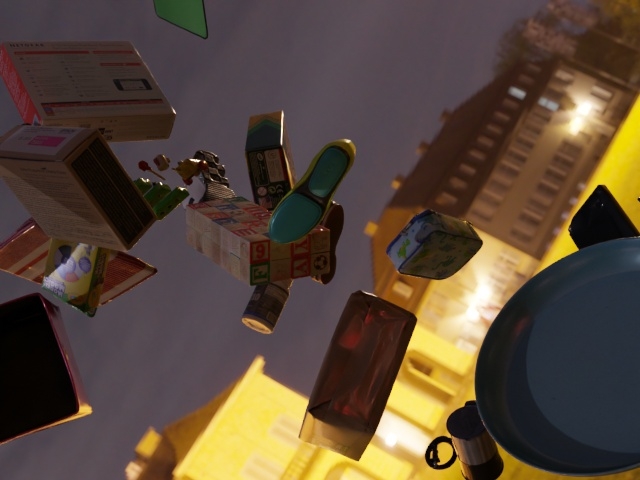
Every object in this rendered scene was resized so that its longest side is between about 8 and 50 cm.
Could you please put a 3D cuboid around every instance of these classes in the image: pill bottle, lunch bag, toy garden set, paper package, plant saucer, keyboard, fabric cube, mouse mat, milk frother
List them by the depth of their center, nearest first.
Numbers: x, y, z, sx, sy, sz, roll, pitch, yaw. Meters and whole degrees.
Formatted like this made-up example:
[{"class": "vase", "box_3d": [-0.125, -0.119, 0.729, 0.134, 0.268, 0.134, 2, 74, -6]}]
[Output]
[{"class": "plant saucer", "box_3d": [0.325, 0.132, 1.119, 0.043, 0.318, 0.317, 48, -116, -33]}, {"class": "keyboard", "box_3d": [0.506, 0.042, 1.512, 0.033, 0.317, 0.201, -12, -31, -28]}, {"class": "mouse mat", "box_3d": [-0.270, -0.468, 1.852, 0.007, 0.190, 0.152, -28, -50, -30]}, {"class": "milk frother", "box_3d": [0.262, 0.384, 1.890, 0.129, 0.143, 0.134, -102, -7, -56]}, {"class": "fabric cube", "box_3d": [-0.626, 0.273, 1.995, 0.259, 0.254, 0.258, -19, -7, -10]}, {"class": "pill bottle", "box_3d": [-0.116, 0.132, 2.227, 0.078, 0.078, 0.137, 88, -155, -66]}, {"class": "paper package", "box_3d": [0.080, 0.322, 2.288, 0.325, 0.168, 0.309, 103, -170, -67]}, {"class": "toy garden set", "box_3d": [-0.397, -0.140, 2.322, 0.204, 0.049, 0.244, -39, -25, 21]}, {"class": "lunch bag", "box_3d": [0.280, 0.017, 2.461, 0.219, 0.090, 0.176, 10, -50, -43]}]

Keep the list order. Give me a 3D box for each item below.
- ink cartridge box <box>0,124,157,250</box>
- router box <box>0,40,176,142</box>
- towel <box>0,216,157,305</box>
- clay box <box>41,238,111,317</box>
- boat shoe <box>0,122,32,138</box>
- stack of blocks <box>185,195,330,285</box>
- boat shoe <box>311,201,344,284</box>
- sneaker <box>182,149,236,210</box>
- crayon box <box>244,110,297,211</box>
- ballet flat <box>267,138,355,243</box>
[{"class": "ink cartridge box", "box_3d": [-0.404, -0.088, 1.606, 0.088, 0.235, 0.193, -51, -50, -29]}, {"class": "router box", "box_3d": [-0.559, -0.358, 2.371, 0.336, 0.301, 0.082, -7, -41, -34]}, {"class": "towel", "box_3d": [-0.578, 0.050, 2.302, 0.237, 0.329, 0.037, -28, 50, 37]}, {"class": "clay box", "box_3d": [-0.526, 0.054, 2.133, 0.053, 0.127, 0.222, -24, -45, -60]}, {"class": "boat shoe", "box_3d": [-0.695, -0.212, 2.200, 0.142, 0.040, 0.049, -30, -45, 2]}, {"class": "stack of blocks", "box_3d": [-0.129, -0.007, 1.949, 0.171, 0.297, 0.087, -9, -70, -29]}, {"class": "boat shoe", "box_3d": [0.000, 0.000, 2.240, 0.073, 0.073, 0.207, -18, -51, -42]}, {"class": "sneaker", "box_3d": [-0.317, -0.098, 2.784, 0.146, 0.122, 0.330, -54, 34, 29]}, {"class": "crayon box", "box_3d": [-0.111, -0.123, 2.618, 0.313, 0.106, 0.362, -91, -9, -67]}, {"class": "ballet flat", "box_3d": [-0.009, -0.087, 1.712, 0.231, 0.077, 0.077, -53, 4, 31]}]
